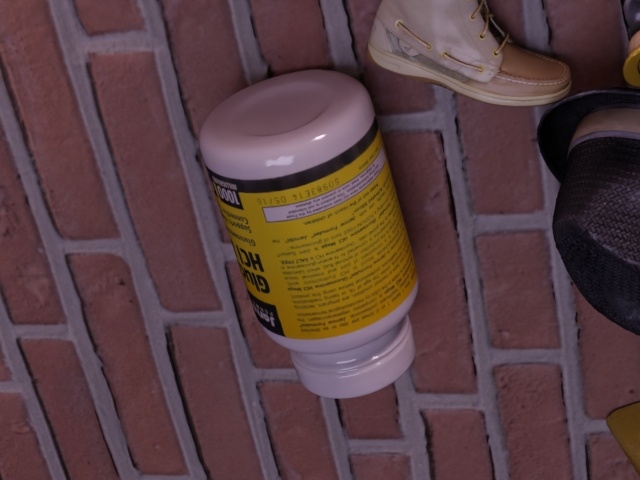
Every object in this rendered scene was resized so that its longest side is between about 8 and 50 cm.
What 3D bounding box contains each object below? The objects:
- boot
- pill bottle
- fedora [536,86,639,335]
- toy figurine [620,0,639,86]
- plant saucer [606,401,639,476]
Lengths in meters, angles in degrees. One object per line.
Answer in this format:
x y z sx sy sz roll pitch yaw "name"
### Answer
0.159 -0.230 1.509 0.213 0.077 0.165 16 126 9 "boot"
0.000 0.000 1.649 0.188 0.188 0.334 -5 122 20 "pill bottle"
0.342 0.000 1.496 0.334 0.152 0.334 25 158 11 "fedora"
0.385 -0.215 1.354 0.213 0.148 0.209 15 142 -28 "toy figurine"
0.546 0.299 1.762 0.333 0.081 0.333 -22 115 30 "plant saucer"
